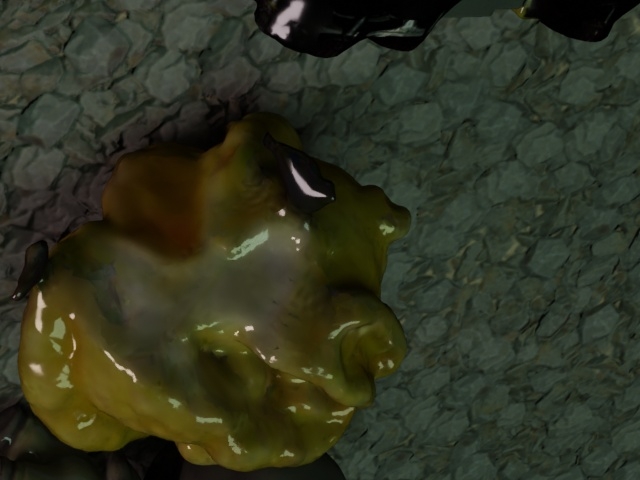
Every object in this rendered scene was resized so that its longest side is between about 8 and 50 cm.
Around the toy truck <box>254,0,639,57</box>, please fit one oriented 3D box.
[{"bbox_3d":[0.076,-0.265,1.286,0.405,0.254,0.180,-7,134,-40],"label":"toy truck"}]

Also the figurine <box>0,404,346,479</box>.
[{"bbox_3d":[-0.129,0.248,1.642,0.381,0.248,0.203,15,97,-22],"label":"figurine"}]

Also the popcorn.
[{"bbox_3d":[-0.079,0.042,1.470,0.316,0.297,0.281,5,164,16],"label":"popcorn"}]
